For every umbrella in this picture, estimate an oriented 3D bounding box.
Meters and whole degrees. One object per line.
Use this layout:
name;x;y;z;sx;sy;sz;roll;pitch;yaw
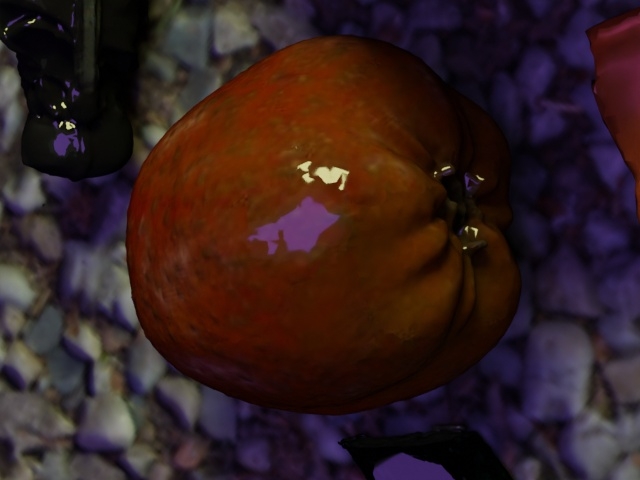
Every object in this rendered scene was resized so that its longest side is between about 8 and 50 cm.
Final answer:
umbrella;-0.113;-0.203;0.773;0.106;0.113;0.358;20;112;49

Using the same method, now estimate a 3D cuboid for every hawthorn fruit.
hawthorn fruit;0.000;0.000;0.715;0.189;0.189;0.189;4;99;24

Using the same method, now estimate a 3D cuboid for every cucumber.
cucumber;0.093;0.175;0.766;0.070;0.046;0.220;-37;81;16

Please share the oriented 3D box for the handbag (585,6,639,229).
handbag;0.302;0.058;0.614;0.303;0.116;0.410;-20;89;26
